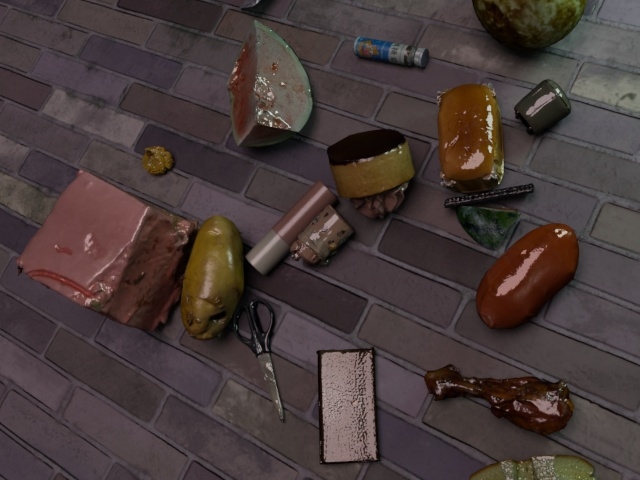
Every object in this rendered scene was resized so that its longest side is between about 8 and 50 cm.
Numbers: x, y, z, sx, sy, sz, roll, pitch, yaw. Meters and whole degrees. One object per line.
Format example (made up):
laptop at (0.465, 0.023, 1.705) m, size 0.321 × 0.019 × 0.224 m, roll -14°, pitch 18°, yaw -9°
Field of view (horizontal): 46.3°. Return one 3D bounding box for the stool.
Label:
stool at (0.487, -0.291, 1.646) m, size 0.110 × 0.096 × 0.096 m, roll -37°, pitch 61°, yaw 10°

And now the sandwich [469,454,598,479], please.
sandwich at (0.397, 0.456, 1.403) m, size 0.244 × 0.088 × 0.090 m, roll -13°, pitch 63°, yaw 18°

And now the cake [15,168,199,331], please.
cake at (-0.480, 0.028, 1.795) m, size 0.293 × 0.307 × 0.314 m, roll 24°, pitch 81°, yaw 26°

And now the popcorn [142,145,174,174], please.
popcorn at (-0.443, -0.222, 2.004) m, size 0.084 × 0.084 × 0.084 m, roll -8°, pitch 68°, yaw 19°

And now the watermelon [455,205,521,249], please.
watermelon at (0.359, -0.040, 1.633) m, size 0.155 × 0.080 × 0.101 m, roll 17°, pitch 113°, yaw 24°

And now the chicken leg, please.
chicken leg at (0.350, 0.305, 1.489) m, size 0.304 × 0.093 × 0.113 m, roll 9°, pitch 57°, yaw 33°

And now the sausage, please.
sausage at (0.417, 0.070, 1.517) m, size 0.258 × 0.133 × 0.133 m, roll -45°, pitch 61°, yaw 4°

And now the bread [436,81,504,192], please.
bread at (0.335, -0.232, 1.679) m, size 0.136 × 0.107 × 0.241 m, roll -6°, pitch 68°, yaw 23°

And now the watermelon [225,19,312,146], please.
watermelon at (-0.139, -0.389, 1.885) m, size 0.223 × 0.180 × 0.305 m, roll -9°, pitch 69°, yaw 8°

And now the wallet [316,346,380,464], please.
wallet at (0.059, 0.354, 1.609) m, size 0.132 × 0.039 × 0.243 m, roll -7°, pitch 68°, yaw 13°

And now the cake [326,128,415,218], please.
cake at (0.123, -0.141, 1.710) m, size 0.185 × 0.178 × 0.208 m, roll -19°, pitch 29°, yaw -7°

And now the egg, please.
egg at (0.457, -0.555, 1.679) m, size 0.238 × 0.238 × 0.289 m, roll -49°, pitch 43°, yaw -1°

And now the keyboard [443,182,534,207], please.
keyboard at (0.369, -0.101, 1.643) m, size 0.195 × 0.060 × 0.018 m, roll -10°, pitch 102°, yaw 18°

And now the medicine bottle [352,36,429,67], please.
medicine bottle at (0.174, -0.469, 1.863) m, size 0.191 × 0.051 × 0.051 m, roll 17°, pitch 78°, yaw 26°

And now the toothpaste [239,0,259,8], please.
toothpaste at (-0.120, -0.763, 2.080) m, size 0.299 × 0.073 × 0.114 m, roll -55°, pitch 29°, yaw -3°

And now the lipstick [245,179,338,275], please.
lipstick at (-0.068, -0.029, 1.784) m, size 0.254 × 0.070 × 0.070 m, roll -46°, pitch 61°, yaw 0°

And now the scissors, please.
scissors at (-0.127, 0.276, 1.722) m, size 0.109 × 0.022 × 0.300 m, roll -27°, pitch 64°, yaw 15°

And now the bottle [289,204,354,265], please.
bottle at (-0.001, -0.001, 1.735) m, size 0.152 × 0.099 × 0.099 m, roll -46°, pitch 61°, yaw 4°

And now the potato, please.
potato at (-0.250, 0.088, 1.759) m, size 0.140 × 0.173 × 0.301 m, roll 16°, pitch 66°, yaw -19°
